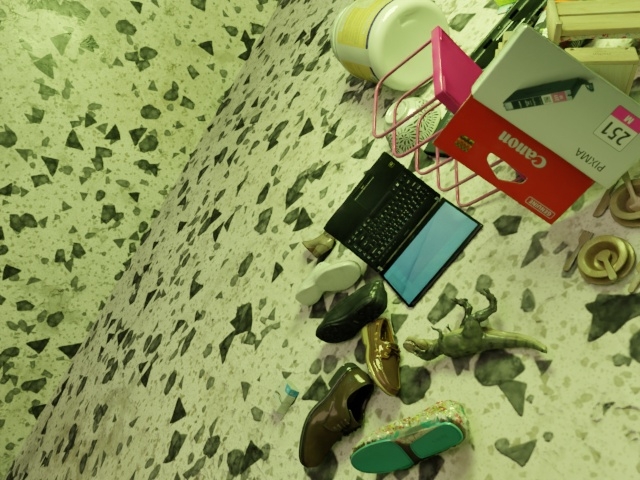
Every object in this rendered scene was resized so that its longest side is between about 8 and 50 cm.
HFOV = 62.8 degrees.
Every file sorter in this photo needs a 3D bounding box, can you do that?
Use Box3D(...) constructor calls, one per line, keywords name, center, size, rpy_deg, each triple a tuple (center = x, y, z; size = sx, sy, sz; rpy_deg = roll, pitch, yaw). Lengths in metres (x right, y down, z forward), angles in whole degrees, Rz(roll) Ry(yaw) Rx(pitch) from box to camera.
Box3D(name="file sorter", center=(0.263, -0.229, 1.061), size=(0.182, 0.291, 0.202), rpy_deg=(-31, 39, 40))

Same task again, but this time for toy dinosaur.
Box3D(name="toy dinosaur", center=(0.274, 0.153, 0.938), size=(0.268, 0.064, 0.118), rpy_deg=(-16, 57, 43))

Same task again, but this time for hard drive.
Box3D(name="hard drive", center=(0.315, -0.263, 1.267), size=(0.135, 0.022, 0.094), rpy_deg=(-59, 33, -3))

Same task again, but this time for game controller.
Box3D(name="game controller", center=(0.445, -0.479, 1.221), size=(0.319, 0.067, 0.166), rpy_deg=(-50, 21, 13))

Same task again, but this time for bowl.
Box3D(name="bowl", center=(0.224, -0.318, 1.383), size=(0.170, 0.080, 0.170), rpy_deg=(-32, 41, 33))

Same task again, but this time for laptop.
Box3D(name="laptop", center=(0.169, -0.030, 1.156), size=(0.234, 0.264, 0.136), rpy_deg=(-51, -4, 9))

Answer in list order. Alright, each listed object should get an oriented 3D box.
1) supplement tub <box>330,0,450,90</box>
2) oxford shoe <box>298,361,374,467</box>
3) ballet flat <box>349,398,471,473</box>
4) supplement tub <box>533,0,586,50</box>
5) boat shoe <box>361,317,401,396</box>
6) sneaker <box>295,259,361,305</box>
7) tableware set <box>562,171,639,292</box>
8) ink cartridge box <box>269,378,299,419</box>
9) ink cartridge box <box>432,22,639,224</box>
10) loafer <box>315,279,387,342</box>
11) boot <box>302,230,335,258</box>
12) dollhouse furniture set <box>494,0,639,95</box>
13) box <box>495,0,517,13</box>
Box3D(name="supplement tub", center=(0.184, -0.572, 1.502), size=(0.241, 0.241, 0.331), rpy_deg=(-53, 33, 7))
Box3D(name="oxford shoe", center=(0.032, 0.364, 1.057), size=(0.096, 0.083, 0.227), rpy_deg=(25, 84, 53))
Box3D(name="ballet flat", center=(0.159, 0.346, 0.923), size=(0.241, 0.091, 0.077), rpy_deg=(-31, 11, 29))
Box3D(name="supplement tub", center=(0.496, -0.428, 1.092), size=(0.197, 0.106, 0.106), rpy_deg=(-59, 32, -3))
Box3D(name="boat shoe", center=(0.129, 0.228, 1.058), size=(0.060, 0.064, 0.177), rpy_deg=(-44, 32, 24))
Box3D(name="sneaker", center=(0.018, 0.084, 1.325), size=(0.212, 0.080, 0.094), rpy_deg=(-30, 30, 37))
Box3D(name="tableware set", center=(0.475, -0.020, 0.833), size=(0.194, 0.039, 0.128), rpy_deg=(-59, 32, -3))
Box3D(name="ink cartridge box", center=(-0.092, 0.380, 1.254), size=(0.083, 0.028, 0.048), rpy_deg=(-57, 32, 2))
Box3D(name="ink cartridge box", center=(0.361, -0.172, 0.859), size=(0.238, 0.275, 0.060), rpy_deg=(-55, 4, 30))
Box3D(name="loafer", center=(0.070, 0.163, 1.180), size=(0.223, 0.076, 0.078), rpy_deg=(-42, 23, 38))
Box3D(name="boot", center=(0.000, 0.000, 1.452), size=(0.087, 0.042, 0.118), rpy_deg=(-49, 34, 1))
Box3D(name="dollhouse furniture set", center=(0.473, -0.345, 0.994), size=(0.304, 0.173, 0.355), rpy_deg=(4, 46, 14))
Box3D(name="box", center=(0.516, -0.668, 1.328), size=(0.109, 0.042, 0.178), rpy_deg=(17, 76, 57))
